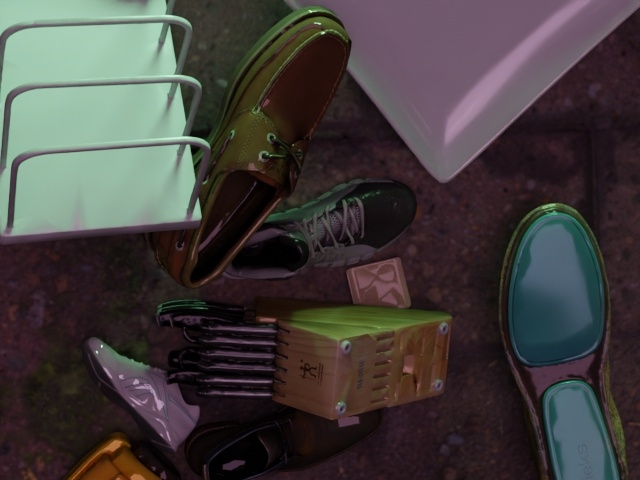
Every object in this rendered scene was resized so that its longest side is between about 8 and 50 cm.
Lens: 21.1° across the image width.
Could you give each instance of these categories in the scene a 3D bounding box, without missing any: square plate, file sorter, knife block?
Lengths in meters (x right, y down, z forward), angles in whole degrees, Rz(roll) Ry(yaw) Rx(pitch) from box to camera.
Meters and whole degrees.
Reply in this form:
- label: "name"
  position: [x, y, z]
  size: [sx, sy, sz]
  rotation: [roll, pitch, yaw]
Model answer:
- label: "square plate"
  position: [0.148, -0.291, 1.774]
  size: [0.347, 0.049, 0.344]
  rotation: [-43, 117, 0]
- label: "file sorter"
  position: [-0.217, -0.164, 1.619]
  size: [0.193, 0.173, 0.277]
  rotation: [-5, 66, -15]
- label: "knife block"
  position: [-0.029, 0.110, 1.823]
  size: [0.276, 0.242, 0.088]
  rotation: [-7, 108, -48]

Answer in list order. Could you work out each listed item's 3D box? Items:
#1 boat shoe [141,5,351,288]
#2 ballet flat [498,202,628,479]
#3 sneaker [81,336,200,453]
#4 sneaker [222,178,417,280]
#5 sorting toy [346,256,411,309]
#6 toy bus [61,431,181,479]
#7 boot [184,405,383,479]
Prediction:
- label: "boat shoe"
  position: [-0.056, -0.084, 1.707]
  size: [0.111, 0.104, 0.307]
  rotation: [23, 108, -37]
- label: "ballet flat"
  position: [0.257, 0.132, 1.842]
  size: [0.123, 0.123, 0.348]
  rotation: [-11, 95, -6]
- label: "sneaker"
  position: [-0.191, 0.154, 1.825]
  size: [0.152, 0.054, 0.061]
  rotation: [47, 66, -6]
- label: "sneaker"
  position: [0.000, 0.000, 1.783]
  size: [0.229, 0.132, 0.086]
  rotation: [-18, 99, -4]
- label: "sorting toy"
  position: [0.066, 0.064, 1.860]
  size: [0.062, 0.012, 0.083]
  rotation: [-14, 98, -3]
- label: "toy bus"
  position: [-0.176, 0.325, 1.762]
  size: [0.220, 0.211, 0.149]
  rotation: [44, 92, -8]
- label: "boot"
  position: [-0.033, 0.218, 1.818]
  size: [0.219, 0.106, 0.082]
  rotation: [-14, 99, -5]
